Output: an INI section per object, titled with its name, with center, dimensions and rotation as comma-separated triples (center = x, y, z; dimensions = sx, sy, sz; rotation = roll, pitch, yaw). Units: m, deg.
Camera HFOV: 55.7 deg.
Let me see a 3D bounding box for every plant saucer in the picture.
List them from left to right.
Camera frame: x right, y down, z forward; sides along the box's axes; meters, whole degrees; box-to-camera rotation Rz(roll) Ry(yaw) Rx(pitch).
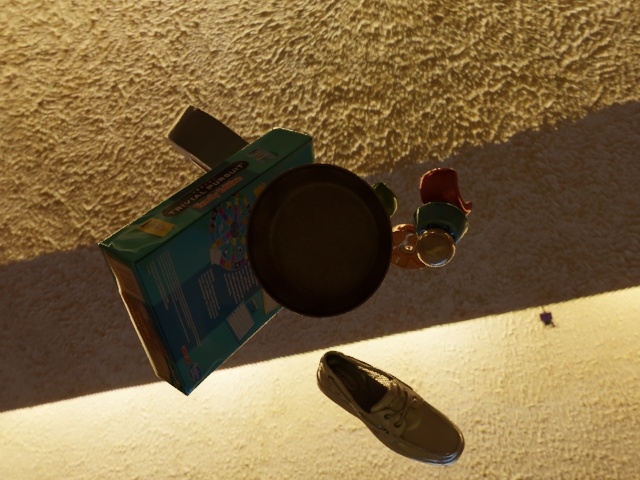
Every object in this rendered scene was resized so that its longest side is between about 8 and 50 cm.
[plant saucer]
center = 0.000, 0.000, 0.788
dimensions = 0.198, 0.036, 0.199
rotation = 1, -87, 18

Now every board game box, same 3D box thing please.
[board game box]
center = -0.129, 0.023, 0.896
dimensions = 0.079, 0.336, 0.254
rotation = 22, -43, 33

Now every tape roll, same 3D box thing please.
[tape roll]
center = -0.164, -0.139, 1.052
dimensions = 0.219, 0.219, 0.072
rotation = 37, -95, -11

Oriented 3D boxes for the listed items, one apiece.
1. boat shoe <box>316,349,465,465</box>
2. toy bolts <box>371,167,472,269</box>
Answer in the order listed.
[boat shoe]
center = 0.111, 0.272, 0.997
dimensions = 0.277, 0.098, 0.096
rotation = 27, -27, 16
[toy bolts]
center = 0.146, 0.007, 1.008
dimensions = 0.228, 0.158, 0.218
rotation = -17, -53, 36
